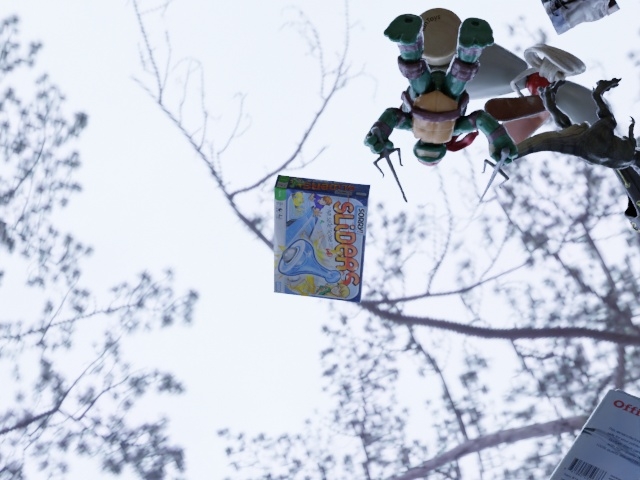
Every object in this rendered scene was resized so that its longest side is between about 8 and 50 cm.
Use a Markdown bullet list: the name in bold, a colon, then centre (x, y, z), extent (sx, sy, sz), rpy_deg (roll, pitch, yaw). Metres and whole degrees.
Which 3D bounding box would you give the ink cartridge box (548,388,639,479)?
- **ink cartridge box**: centre (0.396, 0.311, 1.346), extent (0.153, 0.087, 0.208), rpy_deg (23, -129, 31)

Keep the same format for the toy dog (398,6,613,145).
- **toy dog**: centre (0.250, -0.216, 1.567), extent (0.220, 0.333, 0.161), rpy_deg (28, -88, -54)

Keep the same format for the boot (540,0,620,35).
- **boot**: centre (0.379, -0.369, 1.579), extent (0.219, 0.106, 0.082), rpy_deg (16, -132, -59)

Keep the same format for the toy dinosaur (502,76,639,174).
- **toy dinosaur**: centre (0.327, -0.141, 1.291), extent (0.268, 0.064, 0.118), rpy_deg (2, -103, -28)

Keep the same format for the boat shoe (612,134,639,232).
- **boat shoe**: centre (0.513, -0.056, 1.651), extent (0.068, 0.081, 0.228), rpy_deg (-21, -69, 13)

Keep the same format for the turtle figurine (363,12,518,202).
- **turtle figurine**: centre (0.130, -0.143, 1.187), extent (0.175, 0.234, 0.118), rpy_deg (-8, -137, -5)

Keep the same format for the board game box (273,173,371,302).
- **board game box**: centre (0.000, 0.000, 1.526), extent (0.136, 0.201, 0.035), rpy_deg (6, -141, 6)
